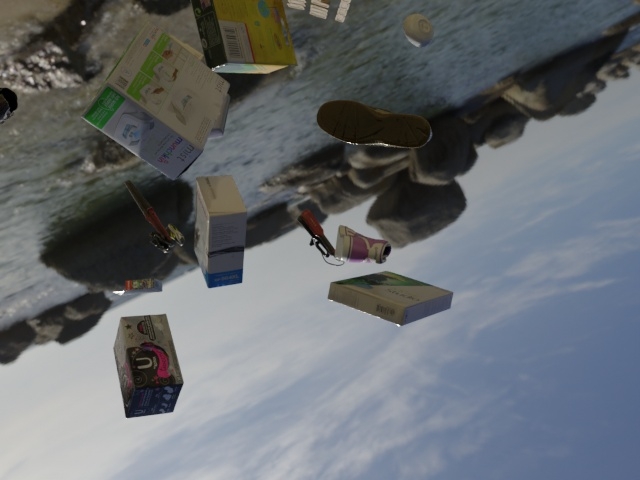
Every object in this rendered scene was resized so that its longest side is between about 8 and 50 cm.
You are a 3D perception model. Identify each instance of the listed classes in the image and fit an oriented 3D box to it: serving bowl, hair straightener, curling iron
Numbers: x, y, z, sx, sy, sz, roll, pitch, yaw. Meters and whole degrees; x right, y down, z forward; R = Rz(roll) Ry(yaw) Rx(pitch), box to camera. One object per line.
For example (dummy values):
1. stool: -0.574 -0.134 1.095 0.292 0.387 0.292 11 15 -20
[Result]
1. serving bowl: 0.237 -0.500 1.518 0.083 0.083 0.027 -27 -179 -33
2. hair straightener: 0.000 0.000 2.247 0.047 0.230 0.089 -41 180 -32
3. curling iron: -0.488 -0.076 1.815 0.035 0.274 0.068 -41 153 12

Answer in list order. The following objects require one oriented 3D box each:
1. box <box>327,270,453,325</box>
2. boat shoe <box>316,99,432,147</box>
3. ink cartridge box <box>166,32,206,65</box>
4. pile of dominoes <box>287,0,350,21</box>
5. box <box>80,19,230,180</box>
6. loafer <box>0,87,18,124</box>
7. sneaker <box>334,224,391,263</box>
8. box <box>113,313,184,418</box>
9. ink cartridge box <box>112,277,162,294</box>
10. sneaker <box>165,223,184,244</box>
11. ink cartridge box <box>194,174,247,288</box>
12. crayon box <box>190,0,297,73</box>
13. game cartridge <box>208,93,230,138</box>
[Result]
1. box: 0.202 0.153 1.791 0.232 0.058 0.322 17 -169 31
2. boat shoe: 0.104 -0.214 1.221 0.223 0.080 0.073 13 -178 19
3. ink cartridge box: -0.492 -0.499 2.019 0.275 0.239 0.060 -50 140 1
4. pile of dominoes: -0.003 -0.770 2.027 0.196 0.040 0.251 16 179 -5
5. box: -0.341 -0.305 1.383 0.127 0.231 0.262 -35 -149 36
6. loafer: -0.734 -0.314 1.489 0.078 0.080 0.220 -28 -152 -5
7. sneaker: 0.129 0.023 1.967 0.161 0.102 0.282 6 -168 -6
8. box: -0.498 0.354 1.834 0.142 0.247 0.163 -2 137 -29
9. ink cartridge box: -0.477 0.121 1.674 0.115 0.029 0.063 -5 166 5
10. sneaker: -0.487 -0.017 2.153 0.035 0.083 0.031 -35 177 28
11. ink cartridge box: -0.222 -0.021 1.412 0.086 0.148 0.203 -6 131 -21
12. crayon box: -0.200 -0.566 1.760 0.081 0.202 0.318 -10 -175 35
13. game cartridge: -0.472 -0.434 2.216 0.297 0.198 0.062 3 144 2
